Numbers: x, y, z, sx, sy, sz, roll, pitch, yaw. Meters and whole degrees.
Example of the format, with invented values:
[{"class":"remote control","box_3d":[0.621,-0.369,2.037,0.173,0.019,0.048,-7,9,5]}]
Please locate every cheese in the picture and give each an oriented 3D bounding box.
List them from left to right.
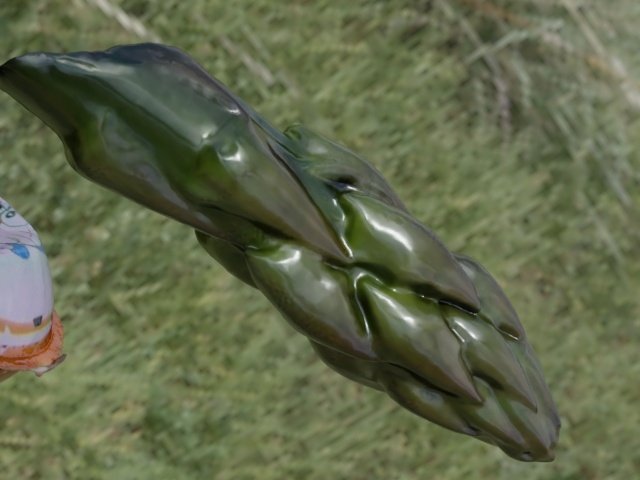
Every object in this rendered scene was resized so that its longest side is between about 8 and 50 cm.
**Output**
[{"class":"cheese","box_3d":[-0.307,0.038,1.432,0.217,0.129,0.329,38,18,16]}]

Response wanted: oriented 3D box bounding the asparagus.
[{"class":"asparagus","box_3d":[0.000,0.000,0.772,0.287,0.080,0.080,42,35,-17]}]
